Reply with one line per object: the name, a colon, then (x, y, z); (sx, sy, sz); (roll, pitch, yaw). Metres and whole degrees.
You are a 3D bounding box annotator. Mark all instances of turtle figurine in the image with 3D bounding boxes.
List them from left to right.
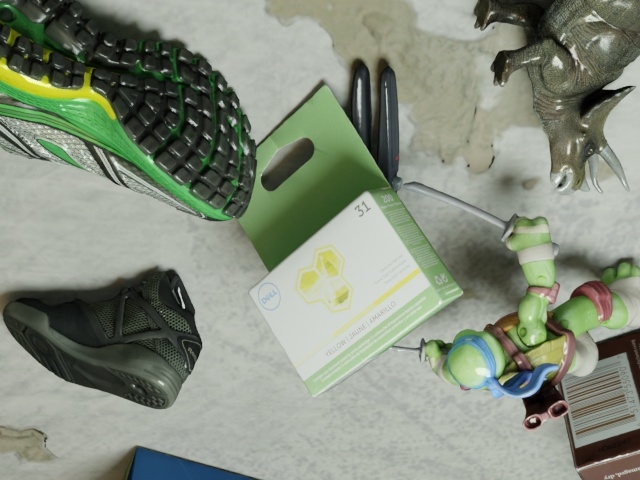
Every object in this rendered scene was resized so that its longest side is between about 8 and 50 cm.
turtle figurine: (0.183, 0.056, 1.198); (0.266, 0.274, 0.198); (1, 106, -44)

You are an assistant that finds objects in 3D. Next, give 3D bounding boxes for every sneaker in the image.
sneaker: (-0.204, -0.120, 1.093); (0.343, 0.134, 0.146); (32, 142, -24)
sneaker: (-0.220, 0.088, 1.274); (0.227, 0.130, 0.087); (13, 138, 26)

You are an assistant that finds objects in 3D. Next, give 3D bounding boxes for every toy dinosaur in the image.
toy dinosaur: (0.237, -0.196, 1.037); (0.160, 0.121, 0.314); (9, 124, -22)

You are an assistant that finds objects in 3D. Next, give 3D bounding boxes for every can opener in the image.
can opener: (0.051, -0.079, 1.148); (0.059, 0.073, 0.186); (9, 119, 4)

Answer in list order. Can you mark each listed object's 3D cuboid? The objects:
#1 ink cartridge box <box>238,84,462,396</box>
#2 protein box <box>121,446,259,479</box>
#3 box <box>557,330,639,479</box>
ink cartridge box: (0.000, 0.000, 1.116); (0.171, 0.056, 0.235); (-40, 77, 30)
protein box: (-0.151, 0.382, 1.420); (0.201, 0.200, 0.136); (18, 126, -13)
box: (0.371, 0.223, 1.310); (0.167, 0.168, 0.203); (-21, 125, 16)
